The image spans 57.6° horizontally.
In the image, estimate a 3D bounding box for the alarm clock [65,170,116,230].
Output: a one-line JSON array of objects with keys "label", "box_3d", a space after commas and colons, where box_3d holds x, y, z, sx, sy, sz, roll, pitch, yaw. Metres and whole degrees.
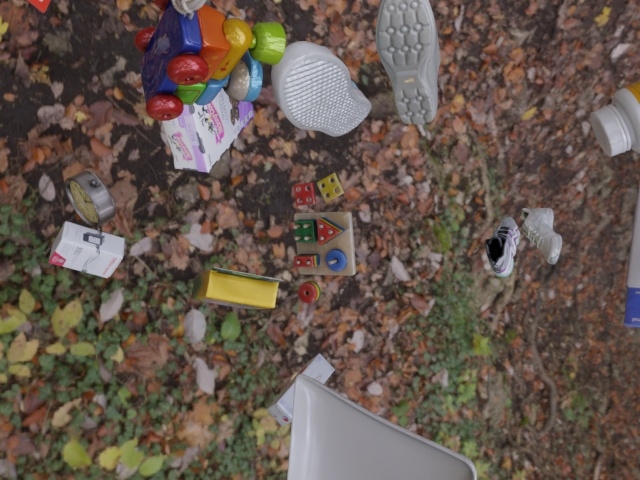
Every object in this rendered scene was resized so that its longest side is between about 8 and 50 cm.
[{"label": "alarm clock", "box_3d": [-0.527, -0.106, 1.348, 0.064, 0.129, 0.192, -37, 177, -33]}]

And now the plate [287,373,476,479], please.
[{"label": "plate", "box_3d": [0.066, 0.339, 0.747, 0.045, 0.278, 0.277, -7, 108, -46]}]

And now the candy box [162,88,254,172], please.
[{"label": "candy box", "box_3d": [-0.196, -0.240, 1.011, 0.070, 0.196, 0.164, 10, 134, 17]}]

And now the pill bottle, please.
[{"label": "pill bottle", "box_3d": [0.568, -0.219, 0.956, 0.215, 0.117, 0.117, -23, 133, 16]}]

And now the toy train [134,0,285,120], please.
[{"label": "toy train", "box_3d": [-0.098, -0.218, 0.621, 0.144, 0.105, 0.248, -6, 169, -32]}]

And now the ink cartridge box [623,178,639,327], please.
[{"label": "ink cartridge box", "box_3d": [0.484, -0.013, 0.702, 0.065, 0.186, 0.311, 53, 51, -42]}]

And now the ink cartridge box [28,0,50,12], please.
[{"label": "ink cartridge box", "box_3d": [-0.272, -0.379, 0.524, 0.275, 0.060, 0.238, 39, 70, -73]}]

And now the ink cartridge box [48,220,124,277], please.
[{"label": "ink cartridge box", "box_3d": [-0.584, 0.026, 1.461, 0.151, 0.063, 0.109, 20, 135, -31]}]

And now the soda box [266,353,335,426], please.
[{"label": "soda box", "box_3d": [-0.053, 0.420, 1.649, 0.216, 0.069, 0.074, -42, 178, -43]}]

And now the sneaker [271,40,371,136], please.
[{"label": "sneaker", "box_3d": [-0.024, -0.287, 1.043, 0.135, 0.150, 0.366, -42, 167, 9]}]

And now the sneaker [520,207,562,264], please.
[{"label": "sneaker", "box_3d": [0.417, -0.010, 1.110, 0.061, 0.152, 0.053, 7, 129, 0]}]

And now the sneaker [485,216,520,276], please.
[{"label": "sneaker", "box_3d": [0.263, -0.003, 0.850, 0.038, 0.098, 0.069, -5, 149, 32]}]

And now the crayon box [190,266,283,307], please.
[{"label": "crayon box", "box_3d": [-0.255, 0.149, 1.725, 0.203, 0.323, 0.083, 12, 78, -19]}]

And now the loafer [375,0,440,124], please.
[{"label": "loafer", "box_3d": [0.168, -0.359, 1.100, 0.112, 0.111, 0.319, 0, 147, 13]}]

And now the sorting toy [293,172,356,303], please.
[{"label": "sorting toy", "box_3d": [0.000, 0.000, 1.209, 0.046, 0.133, 0.274, -18, 105, -60]}]
